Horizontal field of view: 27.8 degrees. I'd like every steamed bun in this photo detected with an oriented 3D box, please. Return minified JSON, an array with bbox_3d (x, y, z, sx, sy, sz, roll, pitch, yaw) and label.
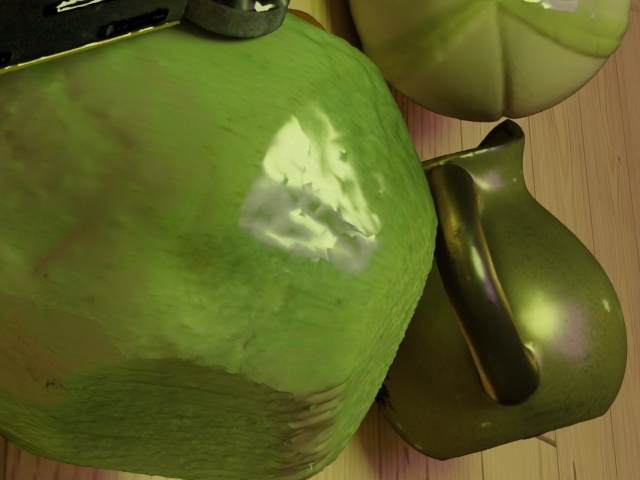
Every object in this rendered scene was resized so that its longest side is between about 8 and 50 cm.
[{"bbox_3d":[0.176,-0.244,1.343,0.309,0.309,0.309,34,50,-53],"label":"steamed bun"}]

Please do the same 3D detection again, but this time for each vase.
[{"bbox_3d":[0.138,0.033,1.157,0.329,0.241,0.302,39,36,-80],"label":"vase"}]

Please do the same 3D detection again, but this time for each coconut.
[{"bbox_3d":[-0.104,-0.013,0.723,0.328,0.328,0.281,32,82,-54],"label":"coconut"}]

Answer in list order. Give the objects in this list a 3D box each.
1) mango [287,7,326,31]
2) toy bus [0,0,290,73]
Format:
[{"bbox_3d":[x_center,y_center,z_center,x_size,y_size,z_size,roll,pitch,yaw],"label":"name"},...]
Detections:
[{"bbox_3d":[-0.039,-0.120,1.054,0.147,0.109,0.227,49,34,-27],"label":"mango"},{"bbox_3d":[-0.129,-0.155,0.525,0.331,0.151,0.145,-27,148,-44],"label":"toy bus"}]
